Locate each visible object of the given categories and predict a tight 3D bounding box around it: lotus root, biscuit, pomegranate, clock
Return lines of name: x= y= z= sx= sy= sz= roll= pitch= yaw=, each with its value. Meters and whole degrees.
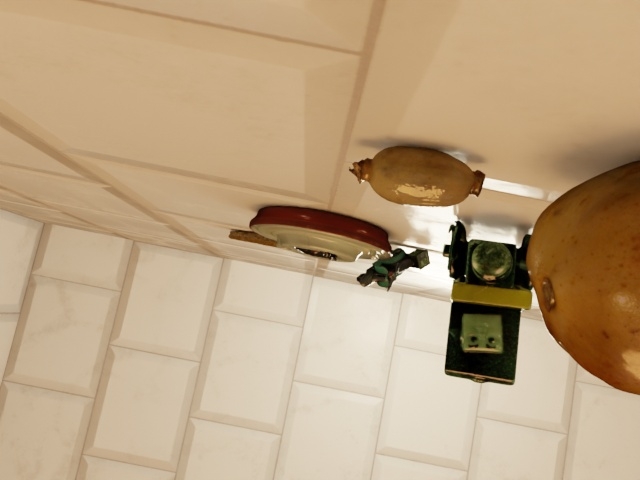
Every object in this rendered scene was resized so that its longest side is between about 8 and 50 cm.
lotus root: x=0.103 y=-0.068 z=0.588 sx=0.151 sy=0.062 sz=0.073 roll=8 pitch=172 yaw=9
biscuit: x=-0.157 y=-0.001 z=1.597 sx=0.237 sy=0.026 sz=0.131 roll=12 pitch=171 yaw=-4
pomegranate: x=0.308 y=0.036 z=0.491 sx=0.233 sy=0.233 sz=0.233 roll=11 pitch=172 yaw=1
clock: x=0.000 y=0.000 z=1.178 sx=0.319 sy=0.080 sz=0.318 roll=10 pitch=173 yaw=1

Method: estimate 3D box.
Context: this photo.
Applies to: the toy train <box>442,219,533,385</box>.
toy train: x=0.294 y=0.115 z=0.960 sx=0.160 sy=0.253 sz=0.397 roll=7 pitch=173 yaw=17

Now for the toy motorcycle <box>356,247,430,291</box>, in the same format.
toy motorcycle: x=0.165 y=0.066 z=1.252 sx=0.173 sy=0.058 sz=0.100 roll=-26 pitch=-161 yaw=-33
